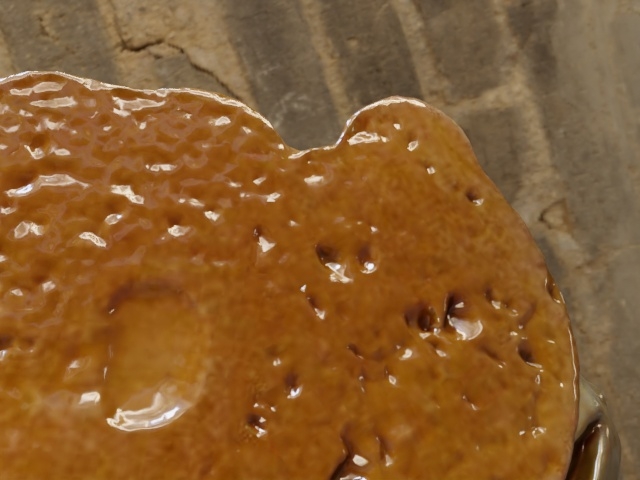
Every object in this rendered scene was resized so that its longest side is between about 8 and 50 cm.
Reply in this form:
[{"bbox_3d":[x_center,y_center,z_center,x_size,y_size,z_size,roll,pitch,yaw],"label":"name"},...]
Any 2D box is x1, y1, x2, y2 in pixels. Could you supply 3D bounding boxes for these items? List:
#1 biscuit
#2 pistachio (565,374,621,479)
[{"bbox_3d":[-0.073,0.071,0.518,0.455,0.078,0.350,3,-118,-14],"label":"biscuit"},{"bbox_3d":[0.144,0.218,0.814,0.288,0.197,0.166,-41,-87,-19],"label":"pistachio"}]
